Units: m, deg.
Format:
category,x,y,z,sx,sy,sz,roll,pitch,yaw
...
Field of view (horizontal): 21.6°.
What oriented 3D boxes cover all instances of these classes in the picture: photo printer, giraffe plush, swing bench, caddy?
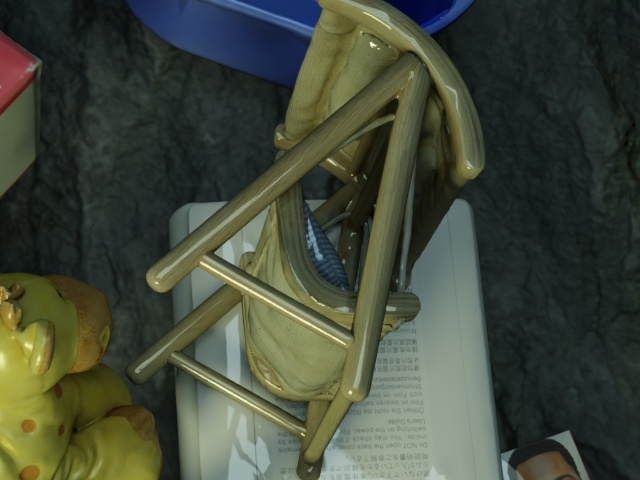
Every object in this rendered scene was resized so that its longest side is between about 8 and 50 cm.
category,x,y,z,sx,sy,sz,roll,pitch,yaw
photo printer,0.013,0.121,1.326,0.256,0.107,0.307,-2,70,-9
giraffe plush,-0.206,0.090,1.152,0.181,0.170,0.210,20,28,19
swing bench,0.000,0.000,1.174,0.165,0.253,0.254,29,69,3
caddy,-0.022,-0.272,1.431,0.341,0.179,0.241,19,67,-2

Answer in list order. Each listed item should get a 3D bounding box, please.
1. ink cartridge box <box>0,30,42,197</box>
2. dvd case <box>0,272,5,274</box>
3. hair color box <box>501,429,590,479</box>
category,x,y,z,sx,sy,sz,roll,pitch,yaw
ink cartridge box,-0.432,-0.112,1.186,0.385,0.160,0.279,37,68,6
dvd case,-0.285,0.063,1.349,0.119,0.013,0.087,11,68,-6
hair color box,0.191,0.232,1.349,0.072,0.043,0.141,-18,73,-15
